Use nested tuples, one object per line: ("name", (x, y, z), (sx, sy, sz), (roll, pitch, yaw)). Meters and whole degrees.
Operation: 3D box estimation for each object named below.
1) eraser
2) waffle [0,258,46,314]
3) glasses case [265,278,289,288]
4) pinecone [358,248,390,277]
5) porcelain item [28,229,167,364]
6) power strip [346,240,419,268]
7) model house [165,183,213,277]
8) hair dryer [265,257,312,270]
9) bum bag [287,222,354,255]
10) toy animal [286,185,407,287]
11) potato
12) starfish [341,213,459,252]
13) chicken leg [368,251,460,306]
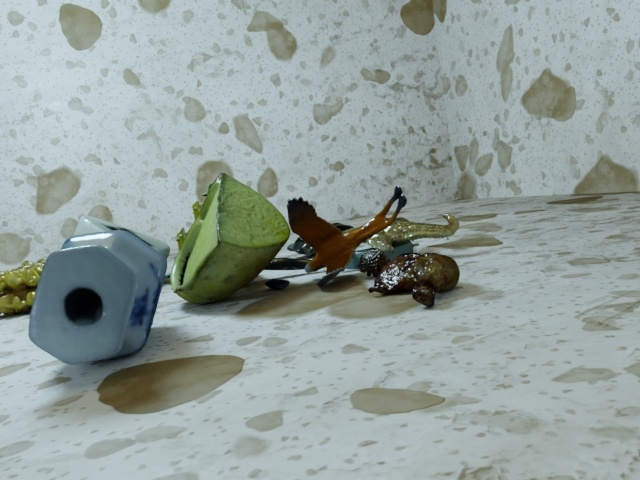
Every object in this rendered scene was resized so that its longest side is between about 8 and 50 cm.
("eraser", (-0.700, 0.035, 1.988), (0.331, 0.150, 0.331), (22, 5, -2))
("waffle", (-0.924, 0.143, 1.864), (0.261, 0.151, 0.324), (-5, 9, 4))
("glasses case", (-0.114, 0.116, 1.531), (0.033, 0.023, 0.083), (-19, 9, -35))
("pinecone", (0.142, 0.061, 1.491), (0.083, 0.077, 0.077), (26, -15, -33))
("porcelain item", (-0.393, 0.100, 1.088), (0.178, 0.243, 0.405), (13, -2, -8))
("power strip", (0.194, 0.036, 1.734), (0.253, 0.054, 0.167), (-14, 10, -42))
("model house", (-0.445, -0.015, 2.069), (0.323, 0.300, 0.340), (-17, -6, 35))
("hair dryer", (-0.117, 0.079, 1.750), (0.359, 0.120, 0.304), (2, -9, -2))
("bum bag", (0.000, 0.000, 2.195), (0.144, 0.095, 0.340), (-1, 16, 30))
("toy animal", (0.076, -0.015, 1.536), (0.284, 0.225, 0.302), (-24, -19, -6))
("potato", (-0.238, 0.044, 1.500), (0.212, 0.280, 0.330), (27, 26, -24))
("starfish", (0.193, -0.030, 1.753), (0.324, 0.082, 0.432), (-15, 8, -24))
("chicken leg", (0.202, 0.078, 1.234), (0.177, 0.083, 0.322), (-20, 8, -20))
